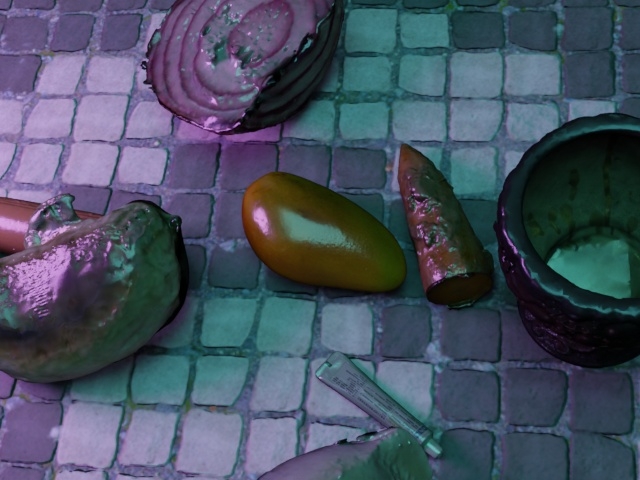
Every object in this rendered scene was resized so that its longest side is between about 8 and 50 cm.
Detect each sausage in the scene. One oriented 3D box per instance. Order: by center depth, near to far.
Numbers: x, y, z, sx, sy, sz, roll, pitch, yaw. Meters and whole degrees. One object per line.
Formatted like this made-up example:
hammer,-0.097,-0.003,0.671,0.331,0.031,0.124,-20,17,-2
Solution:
sausage,-0.385,-0.009,1.343,0.289,0.086,0.086,12,67,12

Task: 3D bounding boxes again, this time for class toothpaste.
toothpaste,0.078,0.214,1.204,0.197,0.029,0.048,36,72,24

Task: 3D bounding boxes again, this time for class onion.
onion,-0.111,-0.290,1.417,0.280,0.146,0.314,29,80,34

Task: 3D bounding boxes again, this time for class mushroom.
mushroom,-0.340,0.068,1.226,0.344,0.130,0.248,-10,102,5

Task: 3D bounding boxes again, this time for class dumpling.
dumpling,0.025,0.352,1.086,0.243,0.175,0.227,-27,93,10

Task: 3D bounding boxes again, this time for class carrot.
carrot,0.154,-0.033,1.285,0.102,0.102,0.263,-16,57,0

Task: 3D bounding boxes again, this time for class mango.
mango,0.000,0.000,1.272,0.253,0.113,0.138,28,68,12

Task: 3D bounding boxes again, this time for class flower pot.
flower pot,0.342,0.025,1.124,0.266,0.267,0.267,-4,63,8
